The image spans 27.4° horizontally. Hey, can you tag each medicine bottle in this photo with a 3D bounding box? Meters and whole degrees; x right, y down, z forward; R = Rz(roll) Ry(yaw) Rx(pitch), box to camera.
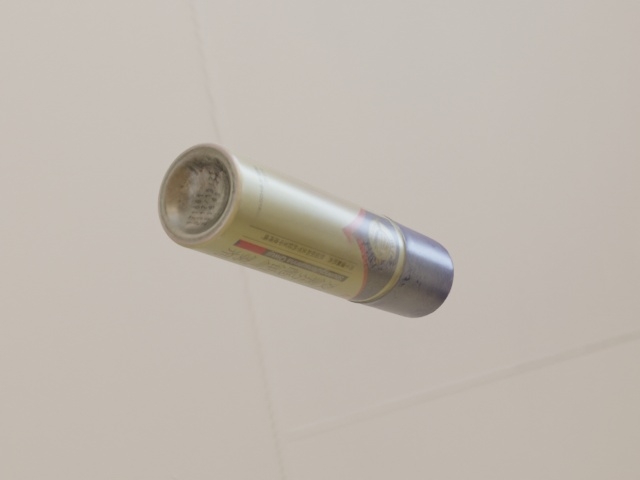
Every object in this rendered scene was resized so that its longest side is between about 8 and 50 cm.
[{"bbox_3d":[0.000,0.000,0.777,0.231,0.059,0.059,20,-101,-53],"label":"medicine bottle"}]
